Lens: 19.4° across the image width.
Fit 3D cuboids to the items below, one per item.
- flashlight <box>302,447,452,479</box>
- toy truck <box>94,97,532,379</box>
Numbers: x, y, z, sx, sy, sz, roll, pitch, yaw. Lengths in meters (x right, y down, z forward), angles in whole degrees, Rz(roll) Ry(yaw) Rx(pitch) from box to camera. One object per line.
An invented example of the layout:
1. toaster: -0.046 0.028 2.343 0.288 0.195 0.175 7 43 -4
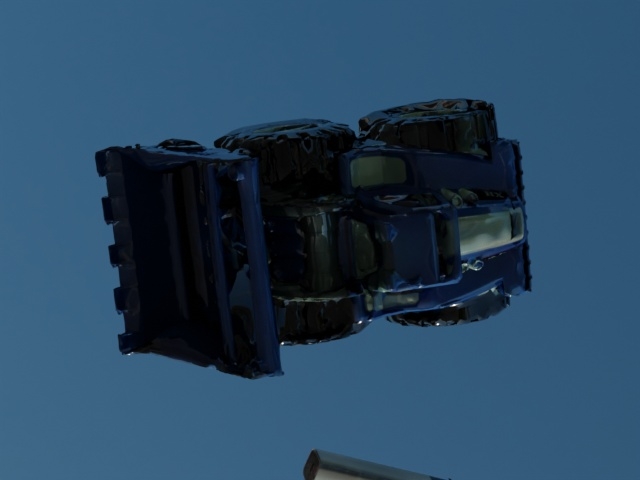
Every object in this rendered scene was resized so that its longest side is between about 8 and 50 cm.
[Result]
1. flashlight: 0.032 0.128 0.990 0.018 0.083 0.018 -66 -157 20
2. toy truck: 0.000 0.000 0.927 0.126 0.208 0.113 -137 -141 -75
